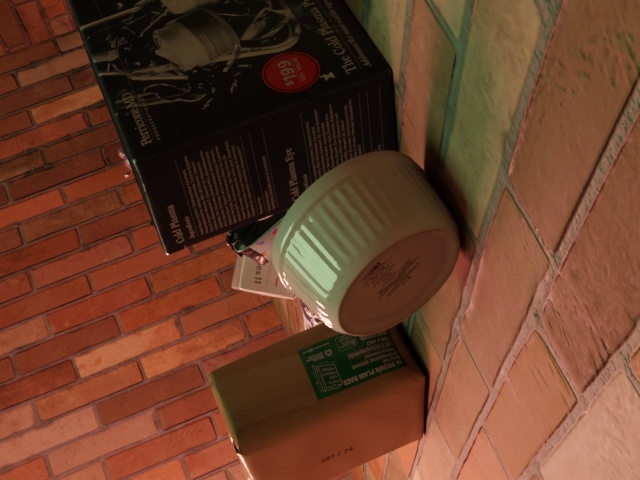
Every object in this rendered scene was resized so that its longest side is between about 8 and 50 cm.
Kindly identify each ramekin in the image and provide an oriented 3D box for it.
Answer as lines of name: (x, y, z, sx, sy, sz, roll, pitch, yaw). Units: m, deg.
ramekin: (0.059, 0.013, 1.113, 0.109, 0.207, 0.207, 52, 164, 32)

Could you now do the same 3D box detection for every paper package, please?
paper package: (0.000, 0.282, 1.679, 0.309, 0.325, 0.168, 83, 164, -60)

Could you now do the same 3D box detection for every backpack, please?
backpack: (-0.079, -0.063, 1.807, 0.144, 0.188, 0.166, 26, -152, -44)

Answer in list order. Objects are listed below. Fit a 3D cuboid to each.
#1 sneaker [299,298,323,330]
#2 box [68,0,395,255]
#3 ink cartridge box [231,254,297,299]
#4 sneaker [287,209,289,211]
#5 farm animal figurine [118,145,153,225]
sneaker: (0.017, 0.167, 2.046, 0.153, 0.099, 0.282, -159, 50, -80)
box: (-0.116, -0.203, 1.259, 0.179, 0.312, 0.343, 80, 165, -52)
ink cartridge box: (-0.099, 0.010, 2.025, 0.353, 0.119, 0.207, 163, 118, -81)
sneaker: (0.002, -0.001, 1.721, 0.163, 0.086, 0.226, 55, 159, 12)
farm animal figurine: (-0.181, -0.218, 1.627, 0.172, 0.327, 0.330, 29, 143, 57)
